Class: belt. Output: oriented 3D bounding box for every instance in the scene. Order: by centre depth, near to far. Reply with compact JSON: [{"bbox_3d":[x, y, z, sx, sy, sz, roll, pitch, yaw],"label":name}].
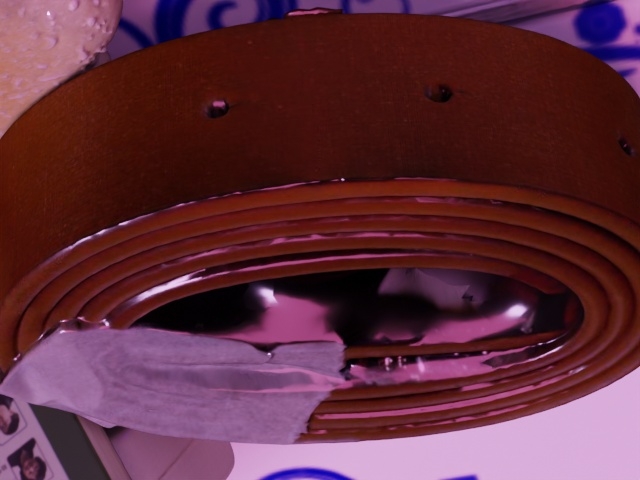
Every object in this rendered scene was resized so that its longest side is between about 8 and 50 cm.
[{"bbox_3d":[0.000,0.000,0.805,0.339,0.122,0.217,-5,141,0],"label":"belt"}]

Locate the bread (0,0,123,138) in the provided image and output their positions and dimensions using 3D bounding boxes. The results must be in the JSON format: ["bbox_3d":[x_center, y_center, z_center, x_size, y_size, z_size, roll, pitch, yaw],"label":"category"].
[{"bbox_3d":[-0.190,-0.089,0.752,0.182,0.039,0.251,-22,156,23],"label":"bread"}]

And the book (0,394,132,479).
[{"bbox_3d":[-0.209,0.125,0.876,0.202,0.027,0.264,-38,72,16],"label":"book"}]

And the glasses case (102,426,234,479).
[{"bbox_3d":[-0.209,0.170,0.965,0.313,0.131,0.070,-22,99,21],"label":"glasses case"}]
